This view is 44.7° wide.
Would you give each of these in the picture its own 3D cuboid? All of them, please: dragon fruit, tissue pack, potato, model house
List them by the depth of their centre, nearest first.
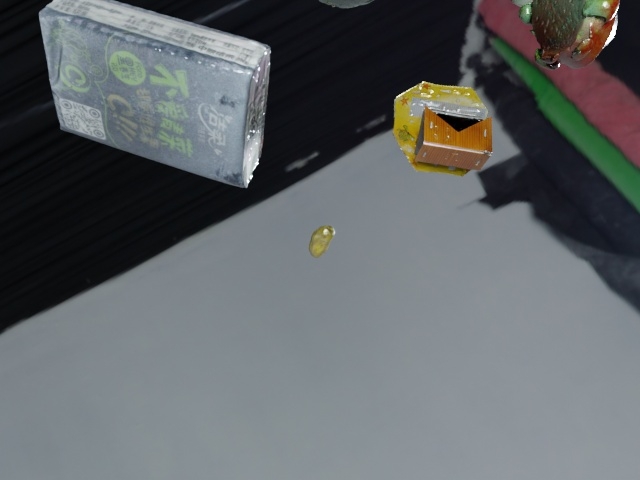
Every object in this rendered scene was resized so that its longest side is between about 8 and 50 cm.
[{"bbox_3d":[-0.299,-0.272,1.436,0.288,0.395,0.124,100,10,-51],"label":"tissue pack"},{"bbox_3d":[0.271,-0.239,1.710,0.136,0.220,0.207,-111,-148,-75],"label":"model house"},{"bbox_3d":[0.000,0.000,1.806,0.046,0.045,0.092,38,-53,15],"label":"potato"},{"bbox_3d":[0.587,-0.524,1.811,0.295,0.130,0.268,-133,-136,-59],"label":"dragon fruit"}]

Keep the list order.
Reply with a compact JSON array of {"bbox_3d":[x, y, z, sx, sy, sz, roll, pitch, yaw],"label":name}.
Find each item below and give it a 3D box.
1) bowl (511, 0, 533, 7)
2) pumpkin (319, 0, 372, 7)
[{"bbox_3d":[0.615,-0.705,2.165,0.211,0.212,0.112,-124,-164,-54],"label":"bowl"},{"bbox_3d":[0.031,-0.434,1.136,0.146,0.190,0.190,-20,77,-50],"label":"pumpkin"}]
